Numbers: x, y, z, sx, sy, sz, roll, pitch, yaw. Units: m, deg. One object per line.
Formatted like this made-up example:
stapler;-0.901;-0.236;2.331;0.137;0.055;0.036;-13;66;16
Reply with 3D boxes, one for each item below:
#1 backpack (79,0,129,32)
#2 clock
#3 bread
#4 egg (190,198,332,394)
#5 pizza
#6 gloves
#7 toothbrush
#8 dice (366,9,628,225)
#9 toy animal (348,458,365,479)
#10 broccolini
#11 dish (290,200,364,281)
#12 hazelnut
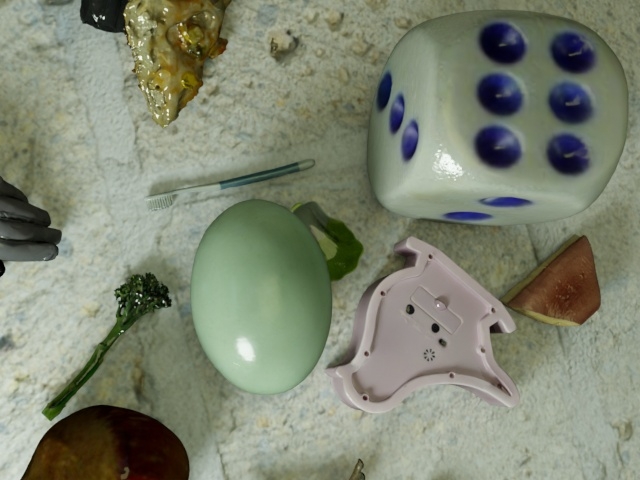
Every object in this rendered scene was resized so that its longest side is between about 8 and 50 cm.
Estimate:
backpack;-0.310;-0.396;1.437;0.120;0.106;0.165;9;96;-36
clock;0.175;0.182;1.498;0.290;0.080;0.275;37;75;-6
bread;0.394;0.086;1.578;0.192;0.067;0.119;-36;84;-18
egg;-0.085;0.080;1.377;0.203;0.203;0.282;-6;78;-16
pizza;-0.208;-0.319;1.439;0.189;0.071;0.297;30;80;-52
gloves;-0.499;-0.044;1.342;0.286;0.119;0.142;25;107;-14
toothbrush;-0.136;-0.087;1.483;0.276;0.019;0.025;-14;91;-17
dice;0.255;-0.174;1.455;0.304;0.304;0.276;7;79;-15
toy animal;-0.026;0.427;1.395;0.260;0.087;0.243;-33;92;-14
broccolini;-0.313;0.151;1.383;0.071;0.057;0.254;24;67;33
dish;0.000;0.000;1.498;0.091;0.039;0.137;-38;92;-12
hazelnut;-0.295;0.330;1.300;0.234;0.218;0.218;-32;91;1
